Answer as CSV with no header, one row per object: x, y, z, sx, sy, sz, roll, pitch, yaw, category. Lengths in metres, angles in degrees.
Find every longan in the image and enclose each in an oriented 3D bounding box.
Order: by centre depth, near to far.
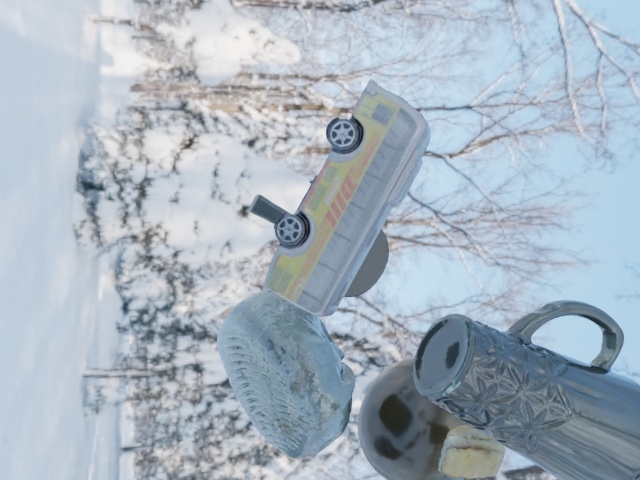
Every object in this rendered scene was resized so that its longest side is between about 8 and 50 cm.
0.235,0.436,1.562,0.319,0.318,0.319,179,-90,-75,longan

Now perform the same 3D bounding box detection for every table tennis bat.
0.000,0.000,1.256,0.173,0.301,0.022,-63,-158,-2,table tennis bat

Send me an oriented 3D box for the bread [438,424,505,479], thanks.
0.297,0.410,1.306,0.082,0.125,0.106,-84,178,-54,bread

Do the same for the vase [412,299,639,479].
0.259,0.180,0.798,0.251,0.300,0.156,-66,-157,-7,vase

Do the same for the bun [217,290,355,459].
-0.056,0.262,1.334,0.354,0.194,0.355,39,-38,39,bun

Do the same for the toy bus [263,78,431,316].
0.031,-0.044,0.766,0.268,0.106,0.092,-61,166,3,toy bus
